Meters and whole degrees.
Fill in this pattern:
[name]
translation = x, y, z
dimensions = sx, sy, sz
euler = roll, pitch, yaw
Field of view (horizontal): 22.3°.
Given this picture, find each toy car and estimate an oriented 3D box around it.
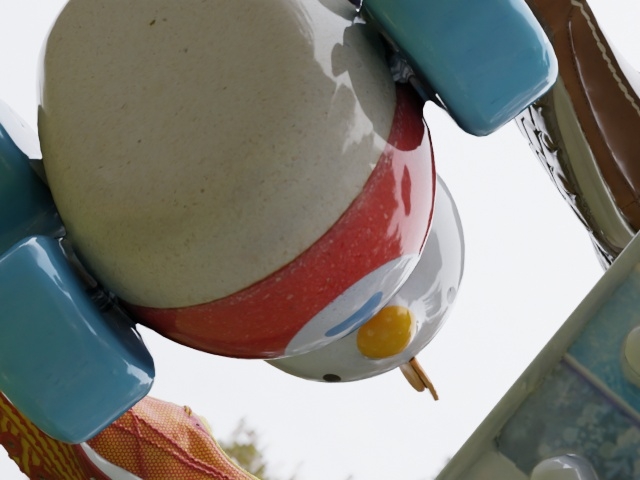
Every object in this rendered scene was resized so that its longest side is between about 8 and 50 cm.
[toy car]
translation = 0.000, 0.000, 0.661
dimensions = 0.238, 0.219, 0.210
euler = 49, 4, -40

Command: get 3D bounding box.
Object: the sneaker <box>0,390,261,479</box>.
[sneaker]
translation = -0.095, 0.101, 0.796
dimensions = 0.175, 0.067, 0.064
euler = 37, -45, -7

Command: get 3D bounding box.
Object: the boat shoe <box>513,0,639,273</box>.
[boat shoe]
translation = 0.200, -0.043, 0.944
dimensions = 0.324, 0.120, 0.122
euler = 52, 9, -44

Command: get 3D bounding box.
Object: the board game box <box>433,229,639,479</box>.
[board game box]
translation = 0.196, 0.130, 0.303
dimensions = 0.390, 0.050, 0.390
euler = 41, -84, 20
